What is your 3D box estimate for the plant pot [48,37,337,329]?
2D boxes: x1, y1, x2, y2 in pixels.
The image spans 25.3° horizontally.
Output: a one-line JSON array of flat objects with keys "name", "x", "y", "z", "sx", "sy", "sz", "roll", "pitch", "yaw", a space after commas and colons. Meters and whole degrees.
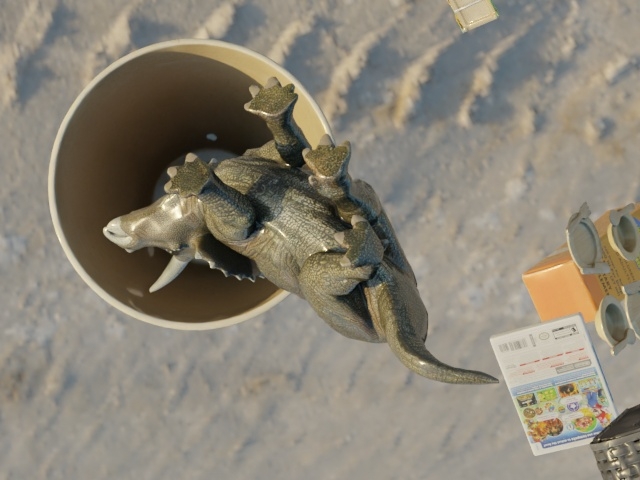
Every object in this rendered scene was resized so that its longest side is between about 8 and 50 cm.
[{"name": "plant pot", "x": -0.111, "y": -0.042, "z": 1.379, "sx": 0.256, "sy": 0.256, "sz": 0.274, "roll": -19, "pitch": 177, "yaw": -2}]

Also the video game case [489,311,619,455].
[{"name": "video game case", "x": 0.214, "y": 0.131, "z": 1.288, "sx": 0.087, "sy": 0.011, "sz": 0.122, "roll": -17, "pitch": 103, "yaw": 22}]

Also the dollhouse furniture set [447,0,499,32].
[{"name": "dollhouse furniture set", "x": 0.239, "y": -0.340, "z": 1.878, "sx": 0.152, "sy": 0.076, "sz": 0.058, "roll": -20, "pitch": -164, "yaw": 38}]

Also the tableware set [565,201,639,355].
[{"name": "tableware set", "x": 0.302, "y": 0.038, "z": 1.446, "sx": 0.020, "sy": 0.168, "sz": 0.141, "roll": -16, "pitch": -178, "yaw": 39}]

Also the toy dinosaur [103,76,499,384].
[{"name": "toy dinosaur", "x": 0.000, "y": 0.000, "z": 0.909, "sx": 0.121, "sy": 0.313, "sz": 0.160, "roll": -58, "pitch": 153, "yaw": -17}]

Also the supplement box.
[{"name": "supplement box", "x": 0.325, "y": 0.025, "z": 1.634, "sx": 0.080, "sy": 0.078, "sz": 0.233, "roll": -22, "pitch": -175, "yaw": 39}]

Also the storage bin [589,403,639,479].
[{"name": "storage bin", "x": 0.254, "y": 0.137, "z": 0.904, "sx": 0.122, "sy": 0.084, "sz": 0.180, "roll": -22, "pitch": 175, "yaw": 20}]
